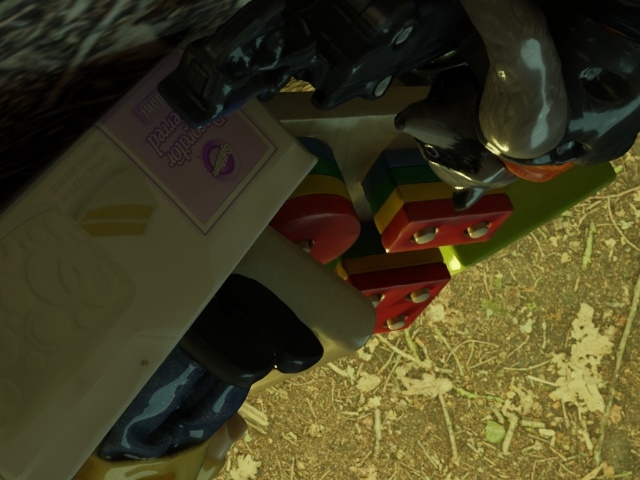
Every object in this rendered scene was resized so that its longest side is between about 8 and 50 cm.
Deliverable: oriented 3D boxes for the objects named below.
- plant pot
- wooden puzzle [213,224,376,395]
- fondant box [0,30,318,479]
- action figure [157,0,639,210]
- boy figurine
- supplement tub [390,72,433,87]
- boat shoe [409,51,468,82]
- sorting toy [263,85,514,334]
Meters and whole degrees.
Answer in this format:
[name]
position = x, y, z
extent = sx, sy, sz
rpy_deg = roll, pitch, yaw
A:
[plant pot]
position = 0.150, -0.086, 1.341
extent = 0.228, 0.207, 0.227
rpy_deg = -28, 178, -22
[wooden puzzle]
position = -0.116, 0.046, 0.807
extent = 0.239, 0.221, 0.044
rpy_deg = -32, -150, 43
[fondant box]
position = -0.178, 0.055, 0.622
extent = 0.330, 0.096, 0.238
rpy_deg = -28, -161, 46
[action figure]
position = 0.113, -0.102, 0.542
extent = 0.341, 0.178, 0.330
rpy_deg = -32, 171, -29
[boy figurine]
position = -0.120, 0.151, 0.731
extent = 0.177, 0.092, 0.285
rpy_deg = -2, 130, -58
[supplement tub]
position = 0.096, -0.120, 0.998
extent = 0.106, 0.106, 0.198
rpy_deg = -29, 179, 34
[boat shoe]
position = 0.081, -0.133, 0.741
extent = 0.080, 0.073, 0.223
rpy_deg = -29, 179, 26
[sorting toy]
position = 0.000, 0.000, 0.892
extent = 0.255, 0.089, 0.257
rpy_deg = -6, 152, -28
